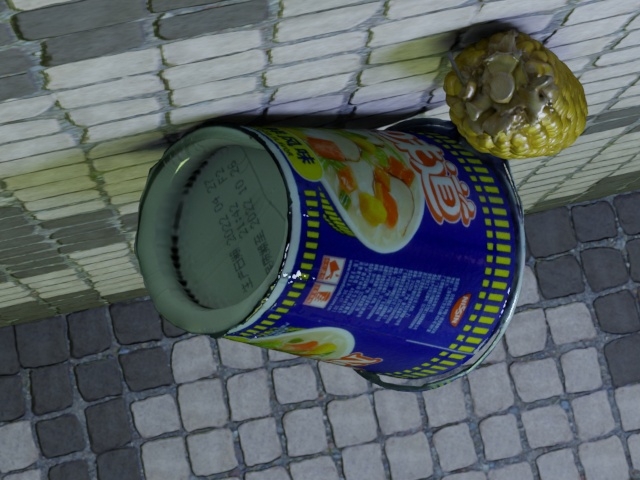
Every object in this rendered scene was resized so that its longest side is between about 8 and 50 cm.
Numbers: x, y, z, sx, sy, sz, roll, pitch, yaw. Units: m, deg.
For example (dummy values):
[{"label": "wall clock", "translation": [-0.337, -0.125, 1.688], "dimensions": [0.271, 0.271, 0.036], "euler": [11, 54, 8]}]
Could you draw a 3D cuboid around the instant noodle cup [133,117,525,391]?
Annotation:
[{"label": "instant noodle cup", "translation": [0.000, 0.000, 1.734], "dimensions": [0.284, 0.284, 0.312], "euler": [-17, 164, 38]}]

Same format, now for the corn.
[{"label": "corn", "translation": [0.177, -0.121, 1.603], "dimensions": [0.106, 0.106, 0.305], "euler": [-14, 177, 14]}]
